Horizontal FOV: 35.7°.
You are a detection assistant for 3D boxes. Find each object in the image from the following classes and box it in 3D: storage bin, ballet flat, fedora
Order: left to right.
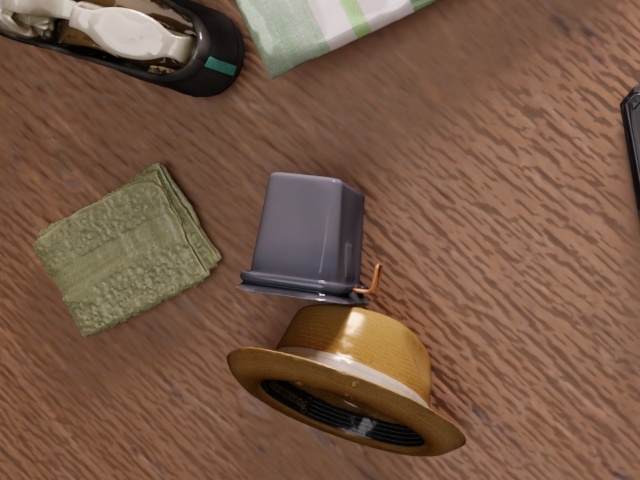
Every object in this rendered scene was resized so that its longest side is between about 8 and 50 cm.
[{"bbox_3d":[-0.194,-0.191,0.800,0.280,0.096,0.095,18,101,11],"label":"ballet flat"},{"bbox_3d":[0.000,0.000,0.764,0.098,0.135,0.091,7,89,13],"label":"storage bin"},{"bbox_3d":[0.027,0.101,0.767,0.194,0.194,0.079,16,68,11],"label":"fedora"}]

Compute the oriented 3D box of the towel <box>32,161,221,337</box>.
[{"bbox_3d":[-0.168,0.011,0.856,0.148,0.027,0.110,-29,90,14],"label":"towel"}]

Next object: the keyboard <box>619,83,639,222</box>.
[{"bbox_3d":[0.391,-0.044,0.710,0.317,0.033,0.201,-10,88,16],"label":"keyboard"}]

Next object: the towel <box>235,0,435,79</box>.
[{"bbox_3d":[0.058,-0.297,0.714,0.325,0.038,0.248,-24,97,6],"label":"towel"}]
